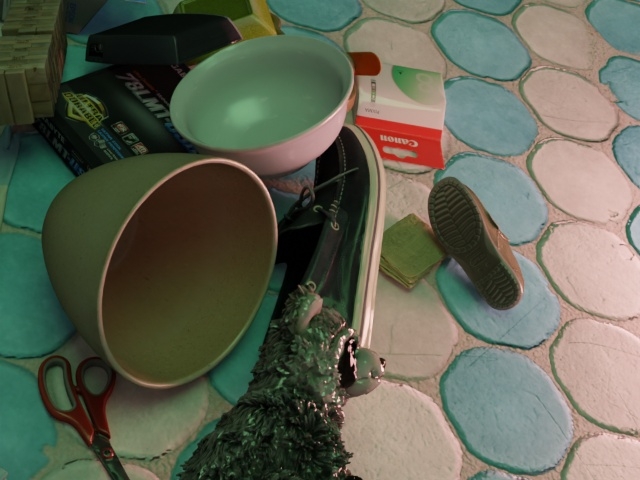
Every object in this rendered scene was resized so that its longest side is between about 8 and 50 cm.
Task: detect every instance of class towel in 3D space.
[{"bbox_3d":[0.152,0.017,1.744,0.110,0.027,0.148,40,50,15],"label":"towel"}]

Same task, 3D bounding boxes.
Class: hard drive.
[{"bbox_3d":[-0.277,-0.348,1.753,0.254,0.054,0.172,11,31,41],"label":"hard drive"}]

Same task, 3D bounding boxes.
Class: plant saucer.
[{"bbox_3d":[-0.190,-0.417,1.899,0.188,0.045,0.188,-18,44,1],"label":"plant saucer"}]

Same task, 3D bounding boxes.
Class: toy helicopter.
[{"bbox_3d":[-0.044,-0.343,1.913,0.235,0.140,0.355,-15,45,-22],"label":"toy helicopter"}]

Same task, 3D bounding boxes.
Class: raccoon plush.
[{"bbox_3d":[-0.120,0.229,1.273,0.446,0.216,0.299,-7,77,-27],"label":"raccoon plush"}]

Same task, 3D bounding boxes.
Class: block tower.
[{"bbox_3d":[-0.479,-0.305,1.679,0.090,0.097,0.335,-4,35,-6],"label":"block tower"}]

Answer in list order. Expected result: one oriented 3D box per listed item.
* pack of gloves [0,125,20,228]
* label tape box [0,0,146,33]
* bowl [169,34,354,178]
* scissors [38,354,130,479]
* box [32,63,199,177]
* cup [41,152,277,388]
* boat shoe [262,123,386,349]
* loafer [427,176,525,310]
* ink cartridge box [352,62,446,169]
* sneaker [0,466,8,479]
[{"bbox_3d":[-0.582,-0.128,1.591,0.195,0.046,0.232,10,49,-13],"label":"pack of gloves"},{"bbox_3d":[-0.494,-0.508,1.900,0.333,0.106,0.241,8,50,-14],"label":"label tape box"},{"bbox_3d":[-0.083,-0.194,1.642,0.297,0.134,0.298,-8,43,7],"label":"bowl"},{"bbox_3d":[-0.306,0.278,1.370,0.109,0.021,0.297,-5,55,-26],"label":"scissors"},{"bbox_3d":[-0.290,-0.180,1.724,0.293,0.073,0.295,-29,66,-35],"label":"box"},{"bbox_3d":[-0.257,0.013,1.443,0.237,0.331,0.331,22,41,36],"label":"cup"},{"bbox_3d":[0.000,0.000,1.603,0.156,0.187,0.500,17,53,-13],"label":"boat shoe"},{"bbox_3d":[0.270,0.005,1.747,0.251,0.094,0.087,63,25,9],"label":"loafer"},{"bbox_3d":[0.153,-0.247,1.950,0.181,0.056,0.225,8,48,-13],"label":"ink cartridge box"},{"bbox_3d":[-0.364,0.381,1.201,0.122,0.110,0.283,-21,61,-36],"label":"sneaker"}]
